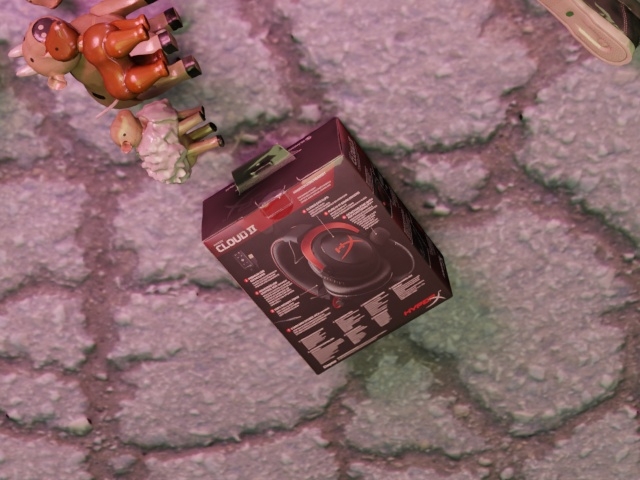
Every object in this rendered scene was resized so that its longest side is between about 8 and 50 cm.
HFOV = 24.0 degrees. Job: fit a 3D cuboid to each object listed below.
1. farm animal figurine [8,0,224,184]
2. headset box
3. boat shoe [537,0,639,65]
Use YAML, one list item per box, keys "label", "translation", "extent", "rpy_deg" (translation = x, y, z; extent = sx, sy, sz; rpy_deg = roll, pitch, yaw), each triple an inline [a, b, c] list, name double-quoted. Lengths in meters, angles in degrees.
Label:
- label: "farm animal figurine"
  translation: [-0.266, -0.248, 1.713]
  extent: [0.172, 0.330, 0.327]
  rpy_deg: [-23, 149, 7]
- label: "headset box"
  translation: [0.000, 0.000, 1.940]
  extent: [0.218, 0.110, 0.293]
  rpy_deg: [-32, 118, 15]
- label: "boat shoe"
  translation: [0.303, -0.313, 1.803]
  extent: [0.233, 0.084, 0.079]
  rpy_deg: [41, 73, -17]
